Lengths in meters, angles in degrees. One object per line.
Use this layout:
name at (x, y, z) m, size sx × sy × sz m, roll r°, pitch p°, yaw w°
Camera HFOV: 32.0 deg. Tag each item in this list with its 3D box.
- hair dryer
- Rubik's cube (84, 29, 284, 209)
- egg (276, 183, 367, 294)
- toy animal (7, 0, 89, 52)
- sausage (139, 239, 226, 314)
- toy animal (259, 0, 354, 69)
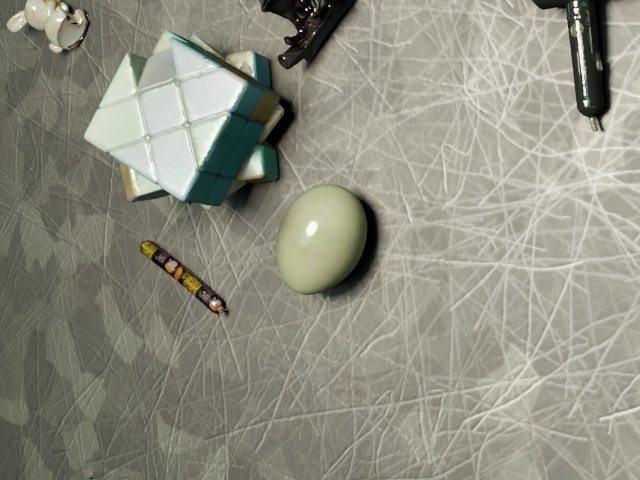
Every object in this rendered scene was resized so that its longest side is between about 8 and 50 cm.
hair dryer at (0.307, -0.233, 1.262) m, size 0.124 × 0.071 × 0.219 m, roll -1°, pitch 96°, yaw 36°
Rubik's cube at (-0.169, -0.150, 1.527) m, size 0.224 × 0.213 × 0.265 m, roll 33°, pitch 99°, yaw 16°
egg at (0.000, 0.000, 1.451) m, size 0.114 × 0.114 × 0.152 m, roll 33°, pitch 111°, yaw 32°
toy animal at (-0.438, -0.359, 1.799) m, size 0.124 × 0.071 × 0.085 m, roll 36°, pitch 129°, yaw 22°
sausage at (-0.206, 0.053, 1.656) m, size 0.028 × 0.025 × 0.198 m, roll -40°, pitch 57°, yaw -20°
toy animal at (-0.069, -0.341, 1.502) m, size 0.210 × 0.117 × 0.121 m, roll 50°, pitch 123°, yaw 23°
